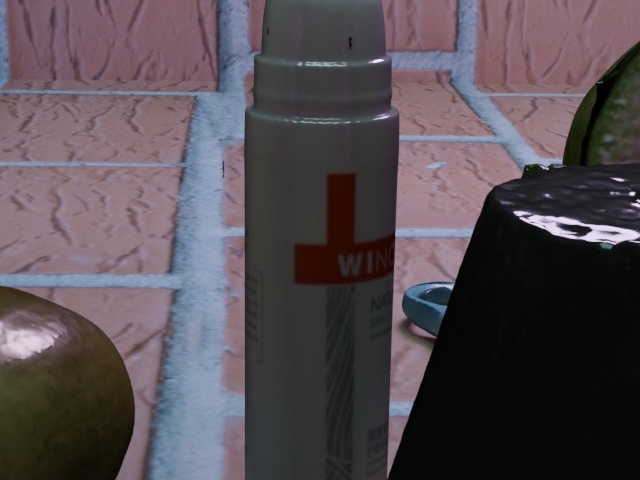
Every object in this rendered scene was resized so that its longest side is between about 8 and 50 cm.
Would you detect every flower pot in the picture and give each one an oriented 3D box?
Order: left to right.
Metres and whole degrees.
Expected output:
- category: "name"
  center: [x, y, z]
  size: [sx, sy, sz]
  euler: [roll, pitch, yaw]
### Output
- category: "flower pot"
  center: [0.185, 0.098, 0.937]
  size: [0.379, 0.251, 0.379]
  euler: [0, 16, 0]

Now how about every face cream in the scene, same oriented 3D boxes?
- category: "face cream"
  center: [0.000, 0.000, 1.102]
  size: [0.102, 0.345, 0.102]
  euler: [1, 15, 0]

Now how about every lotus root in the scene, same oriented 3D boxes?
- category: "lotus root"
  center: [-0.204, 0.108, 1.051]
  size: [0.183, 0.183, 0.310]
  euler: [5, 10, 16]

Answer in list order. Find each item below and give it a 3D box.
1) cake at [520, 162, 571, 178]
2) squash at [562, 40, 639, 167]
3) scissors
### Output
- category: "cake"
  center: [0.269, 0.040, 1.305]
  size: [0.283, 0.158, 0.172]
  euler: [11, 19, 13]
- category: "squash"
  center: [0.364, -0.059, 1.552]
  size: [0.310, 0.310, 0.309]
  euler: [1, 5, 2]
- category: "scissors"
  center: [0.137, 0.089, 1.403]
  size: [0.180, 0.032, 0.393]
  euler: [4, 13, 12]
